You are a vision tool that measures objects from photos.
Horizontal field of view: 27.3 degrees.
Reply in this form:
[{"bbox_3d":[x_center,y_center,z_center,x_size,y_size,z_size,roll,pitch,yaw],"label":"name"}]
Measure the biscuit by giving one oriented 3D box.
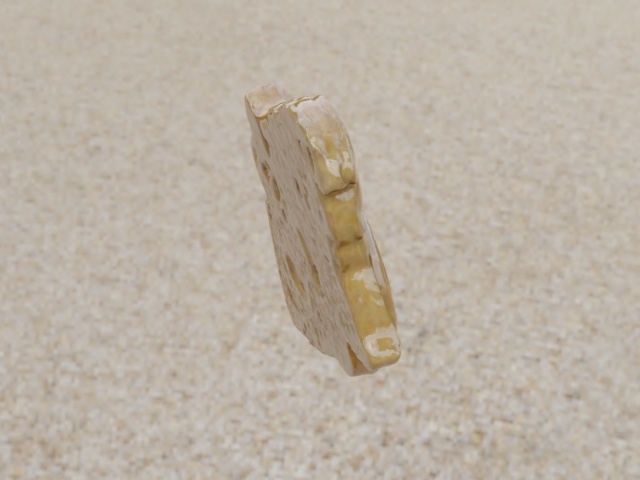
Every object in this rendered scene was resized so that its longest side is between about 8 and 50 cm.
[{"bbox_3d":[0.000,0.000,0.669,0.035,0.162,0.250,-16,-18,-11],"label":"biscuit"}]
